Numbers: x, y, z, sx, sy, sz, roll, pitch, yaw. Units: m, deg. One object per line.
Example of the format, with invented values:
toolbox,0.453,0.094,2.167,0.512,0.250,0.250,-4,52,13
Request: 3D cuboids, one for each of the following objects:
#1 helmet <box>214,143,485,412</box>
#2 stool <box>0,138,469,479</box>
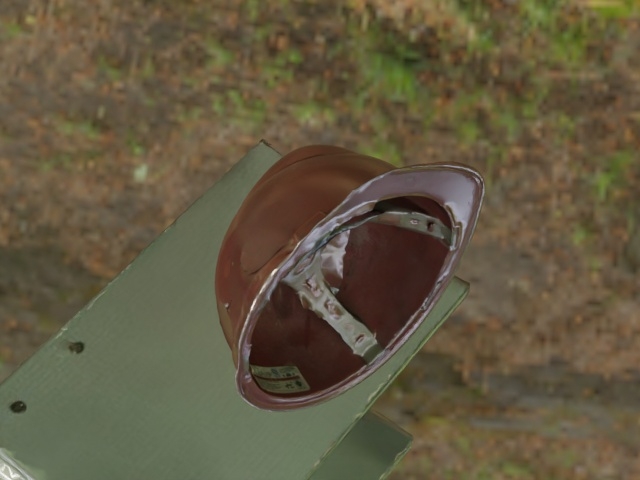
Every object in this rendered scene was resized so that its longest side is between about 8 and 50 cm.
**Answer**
helmet,0.000,0.000,0.612,0.089,0.057,0.111,5,126,-44
stool,-0.067,0.125,1.102,0.170,0.269,0.243,36,152,13
